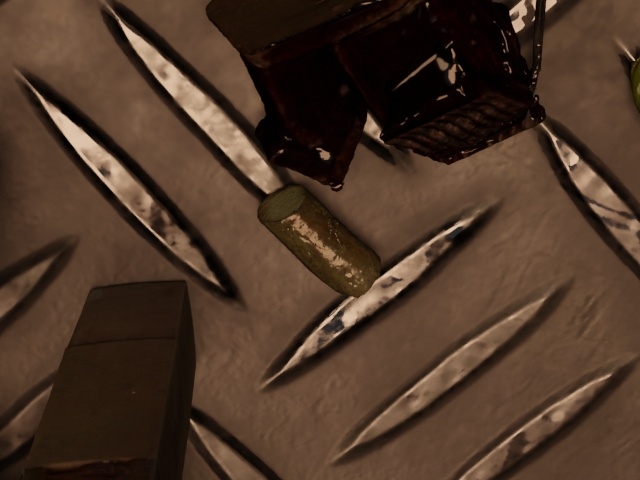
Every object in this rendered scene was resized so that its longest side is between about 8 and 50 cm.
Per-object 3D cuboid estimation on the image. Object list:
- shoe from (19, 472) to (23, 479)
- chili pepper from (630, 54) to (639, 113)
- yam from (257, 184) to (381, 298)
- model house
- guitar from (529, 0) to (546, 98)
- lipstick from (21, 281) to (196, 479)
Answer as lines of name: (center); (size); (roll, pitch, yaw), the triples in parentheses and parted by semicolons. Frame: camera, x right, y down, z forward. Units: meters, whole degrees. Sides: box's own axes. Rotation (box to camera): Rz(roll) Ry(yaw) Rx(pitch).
shoe: (-0.210, 0.284, 1.060); (0.149, 0.109, 0.293); (37, 88, -7)
chili pepper: (0.396, -0.081, 1.072); (0.359, 0.076, 0.085); (4, 132, -3)
yam: (0.000, 0.000, 1.100); (0.043, 0.043, 0.094); (-43, 105, 11)
model house: (0.040, -0.123, 1.037); (0.203, 0.141, 0.164); (-15, 131, 25)
guitar: (0.143, -0.188, 1.034); (0.025, 0.088, 0.233); (1, 117, -2)
lipstick: (-0.126, 0.120, 0.962); (0.080, 0.371, 0.076); (-5, 108, 1)
